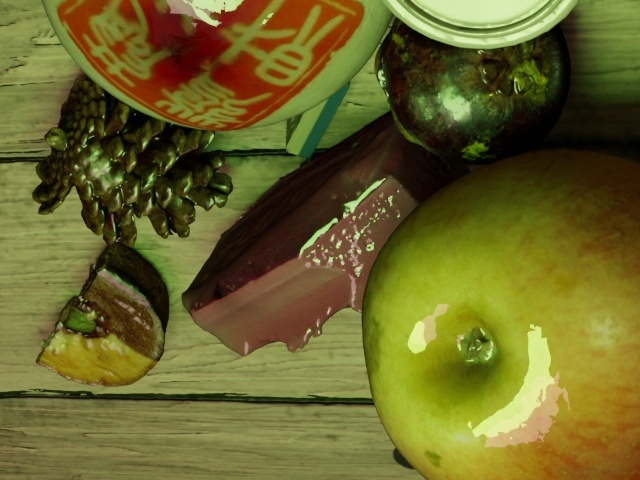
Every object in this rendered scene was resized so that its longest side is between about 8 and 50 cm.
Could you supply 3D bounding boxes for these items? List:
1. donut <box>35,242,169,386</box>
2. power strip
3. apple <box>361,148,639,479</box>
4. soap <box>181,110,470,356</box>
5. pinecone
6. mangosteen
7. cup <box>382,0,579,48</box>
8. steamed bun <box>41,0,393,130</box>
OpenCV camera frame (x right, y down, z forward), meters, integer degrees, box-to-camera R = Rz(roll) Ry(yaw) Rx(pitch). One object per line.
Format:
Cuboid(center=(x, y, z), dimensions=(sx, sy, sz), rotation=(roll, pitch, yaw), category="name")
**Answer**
Cuboid(center=(-0.253, 0.094, 2.224), dimensions=(0.141, 0.085, 0.217), rotation=(32, 133, -13), category="donut")
Cuboid(center=(-0.003, -0.148, 1.944), dimensions=(0.032, 0.056, 0.123), rotation=(16, 135, -16), category="power strip")
Cuboid(center=(0.212, 0.086, 1.738), dimensions=(0.364, 0.364, 0.364), rotation=(9, 133, 9), category="apple")
Cuboid(center=(0.000, 0.000, 1.978), dimensions=(0.127, 0.220, 0.325), rotation=(47, 128, -13), category="soap")
Cuboid(center=(-0.200, -0.080, 1.990), dimensions=(0.212, 0.168, 0.185), rotation=(31, 130, -12), category="pinecone")
Cuboid(center=(0.141, -0.167, 1.818), dimensions=(0.192, 0.192, 0.217), rotation=(37, 162, -18), category="mangosteen")
Cuboid(center=(0.180, -0.304, 1.601), dimensions=(0.288, 0.273, 0.208), rotation=(27, 127, -6), category="cup")
Cuboid(center=(-0.107, -0.260, 1.755), dimensions=(0.374, 0.241, 0.374), rotation=(7, 130, 8), category="steamed bun")
